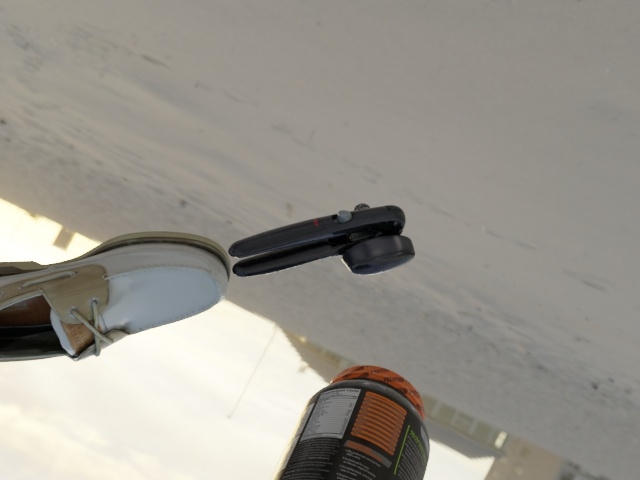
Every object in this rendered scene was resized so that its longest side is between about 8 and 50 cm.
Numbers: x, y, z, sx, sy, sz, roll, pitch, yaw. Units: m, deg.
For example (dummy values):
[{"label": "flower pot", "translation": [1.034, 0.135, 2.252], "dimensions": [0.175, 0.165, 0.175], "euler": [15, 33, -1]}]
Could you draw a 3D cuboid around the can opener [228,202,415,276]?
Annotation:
[{"label": "can opener", "translation": [0.000, 0.000, 0.835], "dimensions": [0.186, 0.059, 0.073], "euler": [-6, -150, -9]}]

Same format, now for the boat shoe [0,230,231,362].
[{"label": "boat shoe", "translation": [-0.239, 0.071, 0.844], "dimensions": [0.103, 0.302, 0.113], "euler": [-92, -11, -55]}]

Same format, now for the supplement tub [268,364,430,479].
[{"label": "supplement tub", "translation": [0.022, 0.192, 0.666], "dimensions": [0.117, 0.117, 0.190], "euler": [28, -147, 3]}]
